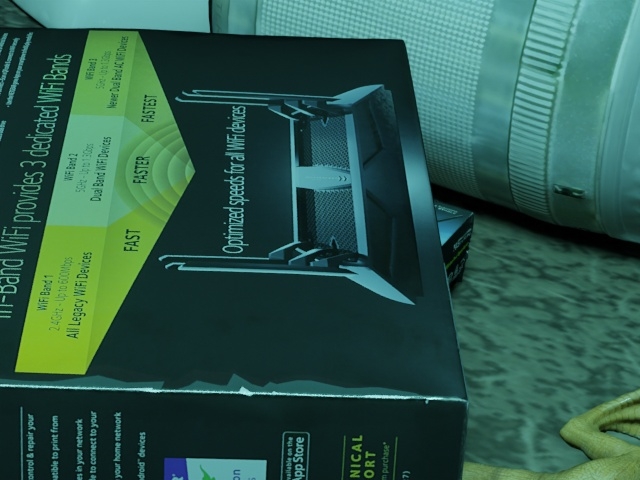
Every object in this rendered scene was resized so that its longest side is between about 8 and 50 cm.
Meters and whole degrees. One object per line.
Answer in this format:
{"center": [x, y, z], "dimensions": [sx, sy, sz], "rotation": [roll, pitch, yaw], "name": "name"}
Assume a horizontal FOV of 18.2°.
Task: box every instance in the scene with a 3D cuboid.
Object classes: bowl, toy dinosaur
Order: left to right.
{"center": [-0.123, -0.170, 1.262], "dimensions": [0.142, 0.053, 0.142], "rotation": [-1, 25, -31], "name": "bowl"}
{"center": [0.090, 0.094, 0.701], "dimensions": [0.211, 0.064, 0.112], "rotation": [20, 25, 22], "name": "toy dinosaur"}

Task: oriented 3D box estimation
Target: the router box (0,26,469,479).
{"center": [-0.080, 0.010, 0.739], "dimensions": [0.242, 0.081, 0.309], "rotation": [2, 26, -2], "name": "router box"}

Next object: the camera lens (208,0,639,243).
{"center": [0.095, -0.133, 1.048], "dimensions": [0.274, 0.219, 0.219], "rotation": [19, 23, 20], "name": "camera lens"}

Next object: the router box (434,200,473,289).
{"center": [0.000, 0.000, 0.920], "dimensions": [0.122, 0.038, 0.092], "rotation": [17, 22, 14], "name": "router box"}
